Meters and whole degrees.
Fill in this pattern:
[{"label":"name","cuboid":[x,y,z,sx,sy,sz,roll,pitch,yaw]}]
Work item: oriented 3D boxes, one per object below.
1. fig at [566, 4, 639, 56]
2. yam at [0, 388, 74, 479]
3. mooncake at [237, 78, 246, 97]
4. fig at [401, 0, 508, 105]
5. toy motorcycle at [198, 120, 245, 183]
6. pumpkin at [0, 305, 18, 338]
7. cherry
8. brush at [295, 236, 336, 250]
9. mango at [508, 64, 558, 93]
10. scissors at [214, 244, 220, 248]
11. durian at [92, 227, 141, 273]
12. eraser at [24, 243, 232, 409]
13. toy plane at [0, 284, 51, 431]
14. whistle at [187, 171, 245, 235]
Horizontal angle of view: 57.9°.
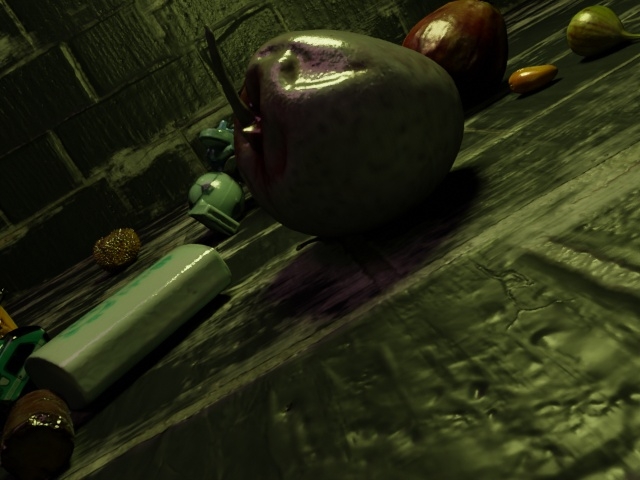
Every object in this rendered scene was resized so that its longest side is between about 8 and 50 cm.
[{"label":"fig","cuboid":[0.516,-0.382,1.041,0.093,0.093,0.166,-32,19,-7]},{"label":"yam","cuboid":[-0.331,0.226,0.681,0.079,0.079,0.141,-36,14,-22]},{"label":"mooncake","cuboid":[-0.033,-0.294,1.372,0.187,0.323,0.324,-33,14,-29]},{"label":"fig","cuboid":[0.300,-0.407,1.263,0.263,0.224,0.224,-38,16,-20]},{"label":"toy motorcycle","cuboid":[-0.219,-0.217,1.654,0.182,0.241,0.319,-50,-7,-10]},{"label":"pumpkin","cuboid":[-0.740,0.224,1.265,0.139,0.190,0.281,-36,16,-24]},{"label":"cherry","cuboid":[0.038,-0.152,0.804,0.335,0.291,0.326,-8,3,3]},{"label":"brush","cuboid":[0.000,0.000,0.892,0.083,0.021,0.019,-28,15,-15]},{"label":"mango","cuboid":[0.401,-0.307,1.090,0.089,0.046,0.060,-16,19,31]},{"label":"scissors","cuboid":[-0.262,0.032,1.338,0.036,0.006,0.083,-9,25,50]},{"label":"durian","cuboid":[-0.672,0.035,1.913,0.158,0.137,0.168,-49,27,7]},{"label":"eraser","cuboid":[-0.286,0.124,0.887,0.189,0.104,0.290,-9,26,46]},{"label":"toy plane","cuboid":[-0.506,0.239,0.843,0.106,0.155,0.381,-21,34,31]},{"label":"whistle","cuboid":[-0.264,-0.105,1.518,0.163,0.163,0.290,-35,17,-19]}]
